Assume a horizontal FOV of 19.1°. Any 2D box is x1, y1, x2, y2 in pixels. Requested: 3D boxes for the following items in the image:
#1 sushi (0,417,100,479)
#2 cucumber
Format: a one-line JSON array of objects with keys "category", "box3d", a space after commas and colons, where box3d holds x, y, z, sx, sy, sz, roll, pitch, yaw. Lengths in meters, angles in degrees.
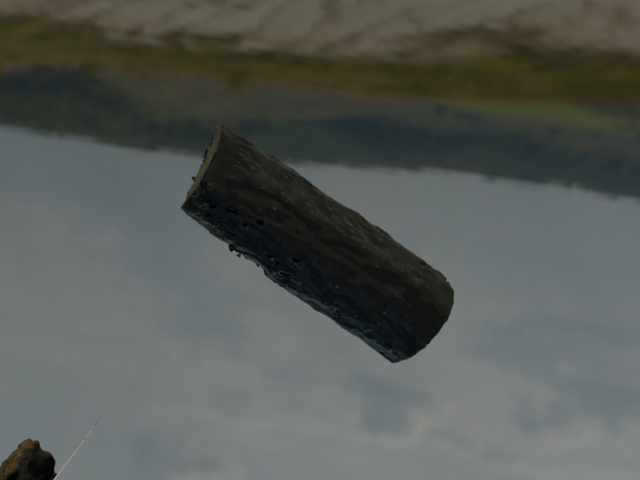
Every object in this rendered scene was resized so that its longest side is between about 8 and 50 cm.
[{"category": "sushi", "box3d": [-0.264, 0.225, 1.522, 0.043, 0.192, 0.279, 37, 161, -1]}, {"category": "cucumber", "box3d": [0.001, 0.001, 1.371, 0.211, 0.078, 0.062, 37, 157, -22]}]
